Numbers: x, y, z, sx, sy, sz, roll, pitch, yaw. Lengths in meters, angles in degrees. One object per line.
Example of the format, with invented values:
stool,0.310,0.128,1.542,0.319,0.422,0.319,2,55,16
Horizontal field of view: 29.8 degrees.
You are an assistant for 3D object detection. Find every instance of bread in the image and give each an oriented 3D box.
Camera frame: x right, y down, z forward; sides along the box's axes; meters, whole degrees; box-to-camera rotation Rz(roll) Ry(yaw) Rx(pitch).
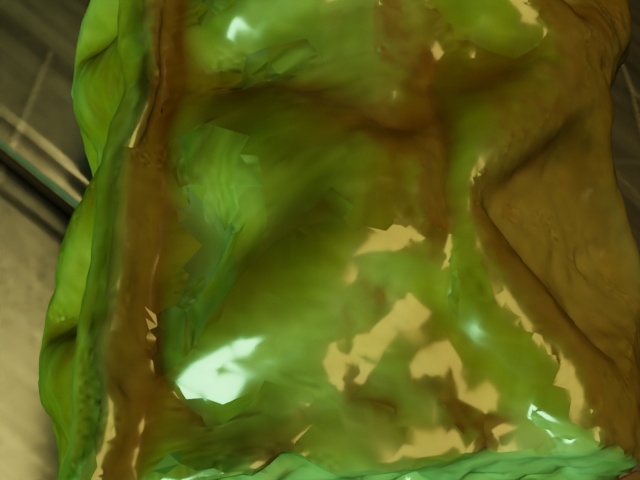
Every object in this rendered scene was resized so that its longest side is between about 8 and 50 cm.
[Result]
bread,0.002,-0.003,0.422,0.238,0.196,0.252,-13,59,13

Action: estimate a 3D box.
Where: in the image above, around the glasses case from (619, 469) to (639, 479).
glasses case,0.060,0.162,0.460,0.193,0.070,0.102,-22,46,-20
